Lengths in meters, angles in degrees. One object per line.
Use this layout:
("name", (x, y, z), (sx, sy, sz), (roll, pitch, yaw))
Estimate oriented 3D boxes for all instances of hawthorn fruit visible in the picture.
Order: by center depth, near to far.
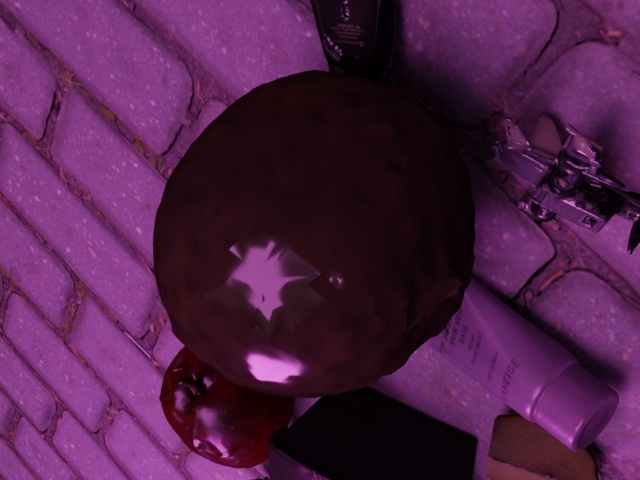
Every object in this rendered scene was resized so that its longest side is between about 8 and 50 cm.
("hawthorn fruit", (-0.167, 0.251, 1.391), (0.230, 0.210, 0.266), (43, 173, 32))

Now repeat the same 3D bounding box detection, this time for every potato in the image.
("potato", (0.302, 0.297, 1.147), (0.149, 0.081, 0.120), (16, 157, 14))

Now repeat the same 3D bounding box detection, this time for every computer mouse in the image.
("computer mouse", (0.045, -0.271, 1.018), (0.106, 0.062, 0.192), (18, 131, 31))

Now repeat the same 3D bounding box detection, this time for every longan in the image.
("longan", (0.000, 0.000, 0.982), (0.391, 0.391, 0.391), (21, 127, 31))

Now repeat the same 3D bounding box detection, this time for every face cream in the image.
("face cream", (0.247, 0.151, 1.088), (0.274, 0.096, 0.154), (37, 138, 36))

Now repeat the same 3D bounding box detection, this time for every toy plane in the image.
("toy plane", (0.301, -0.041, 0.915), (0.262, 0.088, 0.192), (38, 161, 13))

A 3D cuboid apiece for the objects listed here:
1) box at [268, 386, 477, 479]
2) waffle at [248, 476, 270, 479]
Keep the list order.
("box", (0.077, 0.435, 1.303), (0.251, 0.204, 0.345), (20, 125, 30))
("waffle", (-0.100, 0.532, 1.498), (0.245, 0.254, 0.052), (45, 110, 21))
